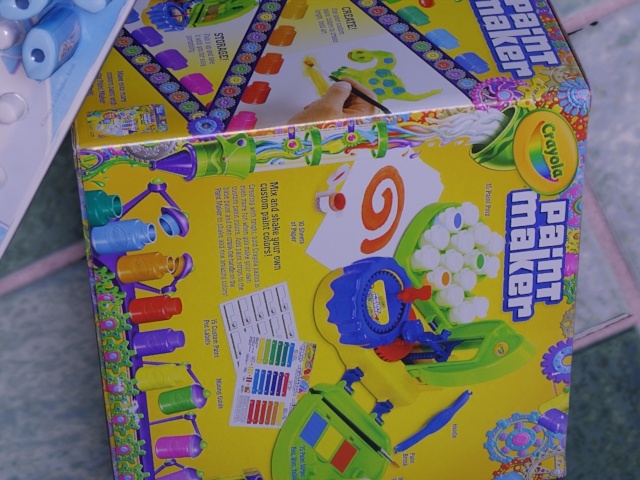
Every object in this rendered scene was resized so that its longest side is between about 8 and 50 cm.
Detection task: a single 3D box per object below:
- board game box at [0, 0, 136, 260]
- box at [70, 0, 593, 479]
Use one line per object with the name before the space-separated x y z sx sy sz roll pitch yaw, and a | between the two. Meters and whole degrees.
board game box | -0.338 -0.087 1.024 0.390 0.050 0.390 31 120 -3
box | 0.000 0.000 1.173 0.279 0.177 0.290 -6 128 -6
